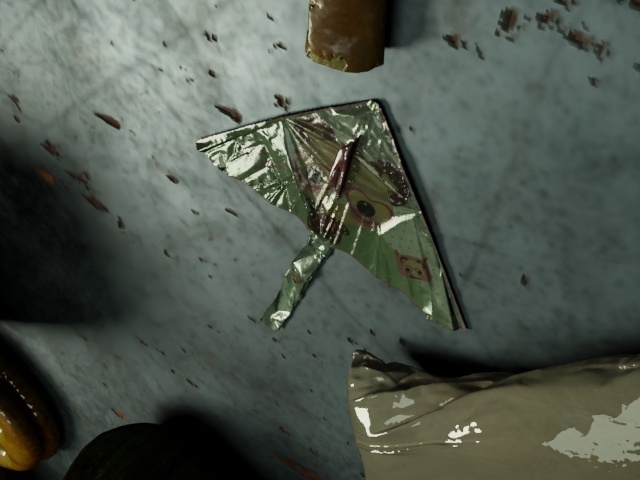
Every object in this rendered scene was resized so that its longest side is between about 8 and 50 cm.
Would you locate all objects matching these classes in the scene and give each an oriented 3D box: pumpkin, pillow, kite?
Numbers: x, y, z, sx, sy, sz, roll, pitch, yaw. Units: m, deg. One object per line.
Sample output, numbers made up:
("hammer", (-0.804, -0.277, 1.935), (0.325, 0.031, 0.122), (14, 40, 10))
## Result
("pumpkin", (-0.164, 0.299, 0.865), (0.238, 0.159, 0.238), (22, 133, 25))
("pillow", (0.126, 0.142, 0.554), (0.270, 0.067, 0.173), (-8, 113, 43))
("kite", (0.001, -0.001, 0.585), (0.229, 0.012, 0.250), (38, 141, 11))

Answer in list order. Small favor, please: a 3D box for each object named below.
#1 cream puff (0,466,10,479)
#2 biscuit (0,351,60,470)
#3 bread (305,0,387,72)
("cream puff", (-0.568, 0.374, 1.252), (0.274, 0.270, 0.323), (17, 146, -20))
("biscuit", (-0.424, 0.204, 1.081), (0.220, 0.066, 0.220), (24, 137, 24))
("bread", (0.013, -0.128, 0.445), (0.047, 0.036, 0.083), (25, 139, 21))
